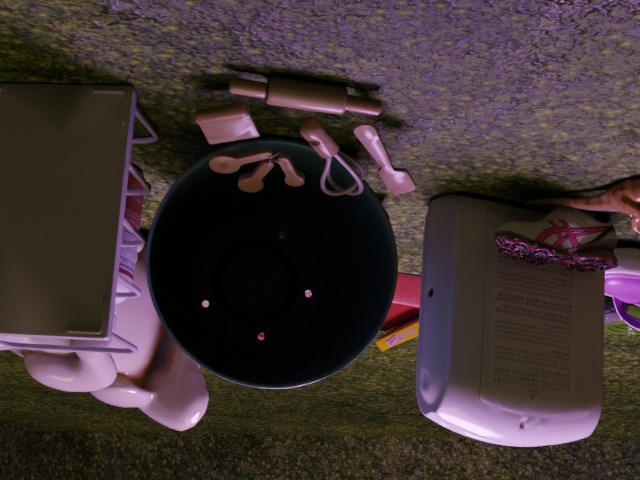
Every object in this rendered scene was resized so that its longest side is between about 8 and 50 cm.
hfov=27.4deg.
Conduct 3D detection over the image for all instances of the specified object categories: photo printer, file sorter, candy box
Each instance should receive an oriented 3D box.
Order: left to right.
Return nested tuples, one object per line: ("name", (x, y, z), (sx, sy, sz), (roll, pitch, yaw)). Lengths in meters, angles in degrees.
("file sorter", (-0.296, -0.018, 1.487), (0.193, 0.277, 0.173), (2, 168, 8))
("candy box", (0.173, 0.136, 2.218), (0.105, 0.027, 0.206), (-34, 179, -23))
("photo printer", (0.250, 0.112, 1.716), (0.256, 0.307, 0.107), (10, 163, -22))

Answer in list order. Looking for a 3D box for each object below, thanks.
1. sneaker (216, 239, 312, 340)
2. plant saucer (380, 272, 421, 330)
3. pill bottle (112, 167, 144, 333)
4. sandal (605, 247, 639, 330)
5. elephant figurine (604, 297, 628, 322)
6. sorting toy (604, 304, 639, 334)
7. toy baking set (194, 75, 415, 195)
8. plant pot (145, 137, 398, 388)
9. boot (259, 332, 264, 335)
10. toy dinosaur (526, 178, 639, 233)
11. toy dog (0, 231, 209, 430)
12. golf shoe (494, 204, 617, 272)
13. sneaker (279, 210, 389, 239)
("sneaker", (-0.081, 0.085, 1.948), (0.270, 0.145, 0.090), (13, -162, -49))
("plant saucer", (0.054, 0.098, 2.188), (0.259, 0.048, 0.258), (11, 163, -17))
("pill bottle", (-0.295, 0.011, 1.677), (0.121, 0.216, 0.121), (5, 164, 1))
("sandal", (0.525, 0.103, 1.970), (0.416, 0.102, 0.169), (16, 161, -34))
("elephant figurine", (0.350, 0.140, 2.066), (0.239, 0.186, 0.169), (-1, 149, 21))
("sorting toy", (0.489, 0.178, 2.200), (0.365, 0.126, 0.127), (0, 163, 18))
("toy baking set", (-0.011, -0.110, 1.446), (0.256, 0.030, 0.197), (5, 150, -5))
("plant pot", (-0.071, 0.039, 1.628), (0.293, 0.293, 0.235), (7, 172, -8))
("boot", (-0.107, 0.153, 2.247), (0.236, 0.085, 0.178), (29, 167, 17))
("toy dinosaur", (0.373, -0.049, 1.607), (0.112, 0.064, 0.211), (45, 145, -24))
("toy dog", (-0.382, 0.071, 1.910), (0.395, 0.284, 0.408), (14, 173, 45))
("golf shoe", (0.296, -0.010, 1.671), (0.186, 0.086, 0.067), (8, 165, -30))
("sneaker", (0.000, 0.000, 1.792), (0.130, 0.087, 0.227), (6, 170, -29))
